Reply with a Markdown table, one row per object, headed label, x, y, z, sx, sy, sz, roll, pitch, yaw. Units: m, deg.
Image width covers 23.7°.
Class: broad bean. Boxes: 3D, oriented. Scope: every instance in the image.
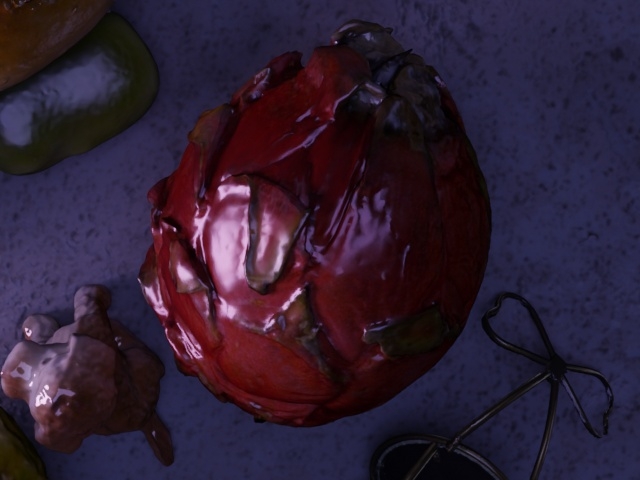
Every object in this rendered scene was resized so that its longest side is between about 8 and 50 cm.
| label | x | y | z | sx | sy | sz | roll | pitch | yaw |
| --- | --- | --- | --- | --- | --- | --- | --- | --- | --- |
| broad bean | -0.228 | -0.127 | 1.294 | 0.174 | 0.082 | 0.124 | -37 | 99 | -10 |

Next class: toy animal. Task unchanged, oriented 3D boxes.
| label | x | y | z | sx | sy | sz | roll | pitch | yaw |
| --- | --- | --- | --- | --- | --- | --- | --- | --- | --- |
| toy animal | -0.179 | 0.139 | 1.276 | 0.104 | 0.185 | 0.184 | -37 | 100 | -1 |

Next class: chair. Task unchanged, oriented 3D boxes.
| label | x | y | z | sx | sy | sz | roll | pitch | yaw |
| --- | --- | --- | --- | --- | --- | --- | --- | --- | --- |
| chair | 0.118 | 0.222 | 1.345 | 0.160 | 0.170 | 0.325 | 41 | 49 | -5 |

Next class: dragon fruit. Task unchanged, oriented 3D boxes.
| label | x | y | z | sx | sy | sz | roll | pitch | yaw |
| --- | --- | --- | --- | --- | --- | --- | --- | --- | --- |
| dragon fruit | 0.000 | 0.000 | 1.230 | 0.277 | 0.277 | 0.342 | 39 | 130 | -9 |

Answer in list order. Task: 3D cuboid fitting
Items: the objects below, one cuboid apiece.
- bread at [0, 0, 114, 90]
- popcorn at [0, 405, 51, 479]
| label | x | y | z | sx | sy | sz | roll | pitch | yaw |
| --- | --- | --- | --- | --- | --- | --- | --- | --- | --- |
| bread | -0.292 | -0.264 | 1.201 | 0.305 | 0.159 | 0.305 | -1 | 77 | 5 |
| popcorn | -0.344 | 0.236 | 1.237 | 0.247 | 0.282 | 0.282 | -2 | 99 | 27 |
